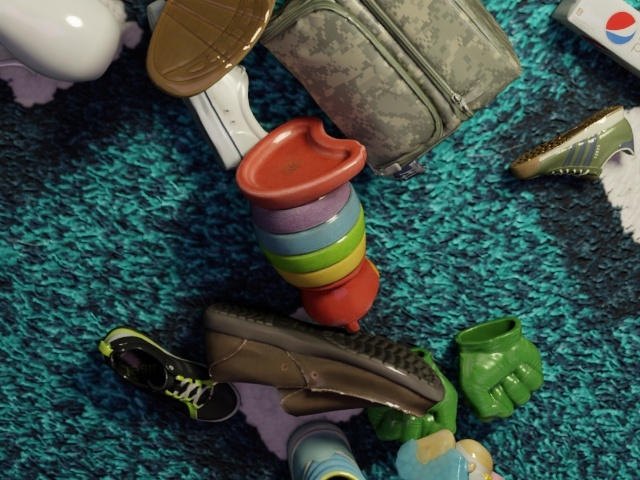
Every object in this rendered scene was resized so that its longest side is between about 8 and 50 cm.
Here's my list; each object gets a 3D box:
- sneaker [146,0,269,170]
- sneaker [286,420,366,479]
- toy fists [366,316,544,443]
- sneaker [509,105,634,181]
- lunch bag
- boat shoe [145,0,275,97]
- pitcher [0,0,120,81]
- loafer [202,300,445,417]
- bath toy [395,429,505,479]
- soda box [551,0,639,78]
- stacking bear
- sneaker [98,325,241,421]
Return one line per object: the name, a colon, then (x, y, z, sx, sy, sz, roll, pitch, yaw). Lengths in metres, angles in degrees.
sneaker: (-0.152, -0.225, 1.646, 0.091, 0.094, 0.258, -32, 116, -11)
sneaker: (0.031, 0.451, 1.779, 0.127, 0.208, 0.319, -18, 107, -6)
toy fists: (0.206, 0.226, 1.809, 0.279, 0.096, 0.142, -19, 107, -5)
sneaker: (0.382, -0.120, 1.762, 0.192, 0.064, 0.086, -29, 102, -4)
lunch bag: (0.092, -0.261, 1.615, 0.256, 0.212, 0.305, -38, 107, 19)
boat shoe: (-0.117, -0.319, 1.559, 0.123, 0.123, 0.342, 28, 74, -4)
pitcher: (-0.387, -0.270, 1.564, 0.207, 0.125, 0.177, 22, 123, -30)
loafer: (-0.002, 0.192, 1.720, 0.366, 0.134, 0.130, 16, 101, 12)
bath toy: (0.249, 0.411, 1.815, 0.348, 0.129, 0.151, 44, 53, -40)
soda box: (0.446, -0.294, 1.724, 0.216, 0.074, 0.069, 30, 98, -15)
stacking bear: (0.000, 0.000, 1.669, 0.164, 0.175, 0.289, -33, 127, -16)
sneaker: (-0.223, 0.210, 1.733, 0.235, 0.097, 0.084, 29, 98, -15)
